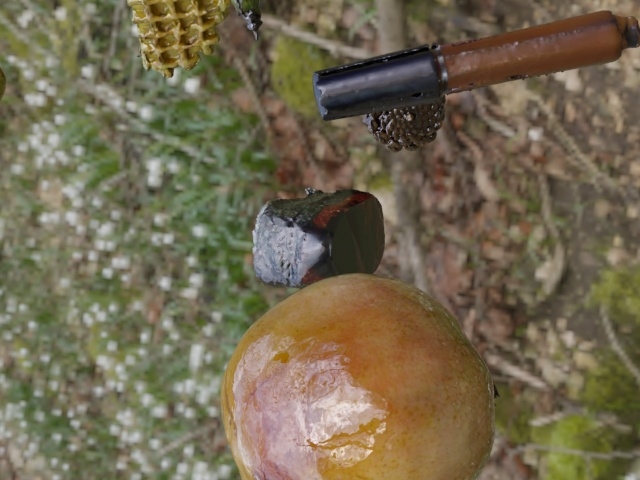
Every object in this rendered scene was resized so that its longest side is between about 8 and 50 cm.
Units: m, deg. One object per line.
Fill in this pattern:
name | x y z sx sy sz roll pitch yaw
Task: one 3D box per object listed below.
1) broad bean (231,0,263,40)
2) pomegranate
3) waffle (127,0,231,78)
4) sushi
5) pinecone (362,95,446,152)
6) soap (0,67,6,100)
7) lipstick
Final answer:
broad bean | -0.126 -0.440 1.724 0.061 0.077 0.339 -121 13 -85
pomegranate | 0.054 0.186 1.401 0.319 0.319 0.319 -172 90 -87
waffle | -0.190 -0.273 1.526 0.192 0.161 0.046 -47 40 42
sushi | 0.000 0.000 1.810 0.225 0.126 0.136 -26 -67 -62
pinecone | 0.131 -0.212 2.022 0.121 0.140 0.140 -134 49 -57
soap | -0.385 -0.181 1.286 0.140 0.089 0.045 55 168 -22
lipstick | 0.197 -0.225 1.614 0.077 0.419 0.077 -11 -90 -89
